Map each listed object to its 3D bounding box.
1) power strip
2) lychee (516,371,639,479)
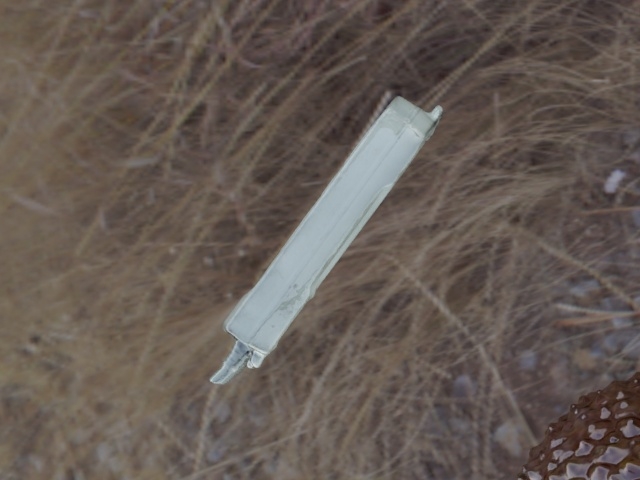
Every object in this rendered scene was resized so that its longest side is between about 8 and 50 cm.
[{"bbox_3d":[0.000,0.000,0.688,0.030,0.047,0.191,37,90,0],"label":"power strip"},{"bbox_3d":[0.180,0.151,0.620,0.194,0.194,0.195,5,99,34],"label":"lychee"}]
